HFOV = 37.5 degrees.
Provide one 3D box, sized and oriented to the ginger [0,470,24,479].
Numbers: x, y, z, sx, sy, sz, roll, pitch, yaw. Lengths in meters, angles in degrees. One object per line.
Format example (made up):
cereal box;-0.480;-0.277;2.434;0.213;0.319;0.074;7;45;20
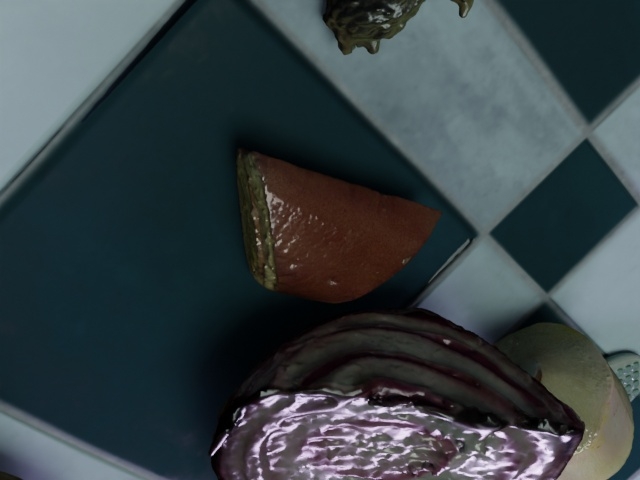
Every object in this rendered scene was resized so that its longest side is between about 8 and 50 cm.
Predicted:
ginger;-0.275;0.259;0.750;0.138;0.152;0.267;-32;115;30

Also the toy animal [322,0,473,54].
toy animal;0.090;-0.215;0.656;0.219;0.086;0.069;-50;168;4

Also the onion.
onion;0.047;0.172;0.857;0.315;0.146;0.280;7;140;-13

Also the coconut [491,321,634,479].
coconut;0.224;0.163;0.925;0.147;0.147;0.152;-41;133;4

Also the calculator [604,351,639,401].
calculator;0.301;0.176;1.054;0.153;0.021;0.095;-24;128;-11

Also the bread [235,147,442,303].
bread;0.000;0.000;0.758;0.192;0.067;0.119;14;114;-33
